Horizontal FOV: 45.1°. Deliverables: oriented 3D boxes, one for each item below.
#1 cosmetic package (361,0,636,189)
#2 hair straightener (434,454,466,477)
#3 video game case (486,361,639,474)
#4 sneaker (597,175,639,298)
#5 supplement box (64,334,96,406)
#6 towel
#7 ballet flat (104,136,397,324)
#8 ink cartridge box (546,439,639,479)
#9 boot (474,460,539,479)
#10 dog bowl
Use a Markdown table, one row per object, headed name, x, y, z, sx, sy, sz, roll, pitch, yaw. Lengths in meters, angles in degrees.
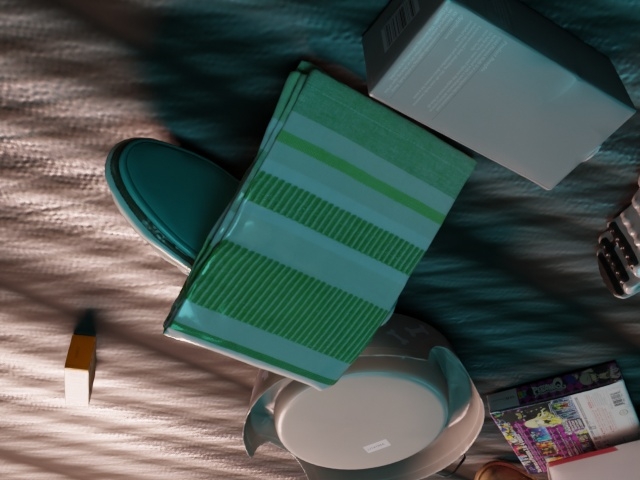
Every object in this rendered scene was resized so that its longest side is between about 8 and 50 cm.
| name | x | y | z | sx | sy | sz | roll | pitch | yaw |
| --- | --- | --- | --- | --- | --- | --- | --- | --- | --- |
| cosmetic package | 0.173 | -0.161 | 0.759 | 0.238 | 0.107 | 0.127 | 23 | 131 | -25 |
| hair straightener | 0.140 | 0.364 | 1.304 | 0.231 | 0.089 | 0.047 | 10 | 153 | -14 |
| video game case | 0.410 | 0.299 | 1.268 | 0.210 | 0.041 | 0.232 | -20 | 133 | 19 |
| sneaker | 0.427 | -0.043 | 0.885 | 0.118 | 0.110 | 0.292 | -1 | 144 | -10 |
| supplement box | -0.356 | 0.194 | 1.146 | 0.036 | 0.062 | 0.098 | 8 | 136 | -10 |
| towel | 0.000 | 0.000 | 0.856 | 0.248 | 0.038 | 0.324 | 26 | 98 | -27 |
| ballet flat | -0.090 | 0.017 | 0.931 | 0.400 | 0.139 | 0.139 | 27 | 130 | -24 |
| ink cartridge box | 0.545 | 0.443 | 1.313 | 0.226 | 0.131 | 0.306 | -22 | 146 | 22 |
| boot | 0.401 | 0.512 | 1.361 | 0.112 | 0.115 | 0.305 | -45 | 90 | -4 |
| dog bowl | 0.059 | 0.240 | 1.137 | 0.349 | 0.102 | 0.348 | -3 | 134 | -3 |
